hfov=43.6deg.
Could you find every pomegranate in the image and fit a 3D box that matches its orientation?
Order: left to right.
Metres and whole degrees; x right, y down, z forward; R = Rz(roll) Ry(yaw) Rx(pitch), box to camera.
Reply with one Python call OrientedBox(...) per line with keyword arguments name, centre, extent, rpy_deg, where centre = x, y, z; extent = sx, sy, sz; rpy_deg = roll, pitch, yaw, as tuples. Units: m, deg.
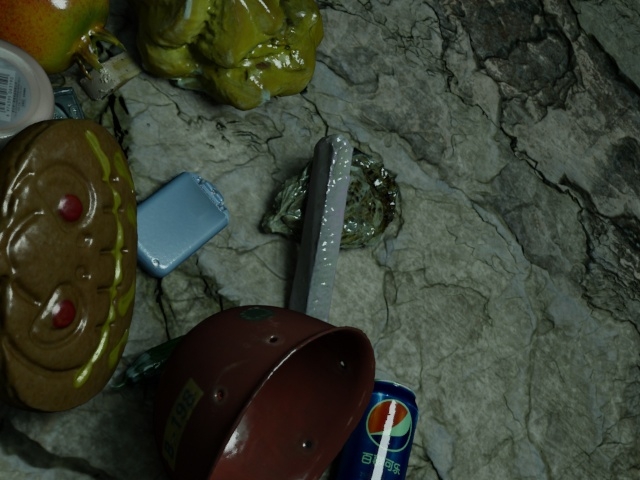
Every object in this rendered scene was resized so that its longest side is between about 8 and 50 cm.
OrientedBox(name="pomegranate", centre=(-0.419, -0.348, 1.218), extent=(0.257, 0.221, 0.221), rpy_deg=(38, 56, -2))

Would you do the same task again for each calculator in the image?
OrientedBox(name="calculator", centre=(-0.242, -0.028, 1.316), extent=(0.121, 0.039, 0.210), rpy_deg=(49, 55, -4))

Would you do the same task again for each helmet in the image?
OrientedBox(name="helmet", centre=(-0.116, 0.241, 1.162), extent=(0.230, 0.385, 0.337), rpy_deg=(33, 23, 30))

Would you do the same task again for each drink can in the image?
OrientedBox(name="drink can", centre=(0.094, 0.341, 1.335), extent=(0.118, 0.118, 0.205), rpy_deg=(28, 58, -20))

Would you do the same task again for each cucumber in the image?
OrientedBox(name="cucumber", centre=(-0.213, 0.176, 1.246), extent=(0.250, 0.056, 0.056), rpy_deg=(-19, 82, -38))

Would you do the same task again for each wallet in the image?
OrientedBox(name="wallet", centre=(-0.413, -0.183, 1.277), extent=(0.088, 0.026, 0.129), rpy_deg=(-18, 82, -36))

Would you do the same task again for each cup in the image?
OrientedBox(name="cup", centre=(-0.491, -0.146, 1.109), extent=(0.191, 0.200, 0.253), rpy_deg=(37, 57, -15))

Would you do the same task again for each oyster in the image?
OrientedBox(name="oyster", centre=(0.024, -0.078, 1.469), extent=(0.268, 0.112, 0.198), rpy_deg=(13, 86, -36))

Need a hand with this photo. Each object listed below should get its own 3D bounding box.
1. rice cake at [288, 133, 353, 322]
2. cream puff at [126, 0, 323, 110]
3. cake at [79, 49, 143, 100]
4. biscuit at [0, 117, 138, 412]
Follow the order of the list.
OrientedBox(name="rice cake", centre=(0.000, 0.000, 1.361), extent=(0.056, 0.073, 0.364), rpy_deg=(7, 92, -34))
OrientedBox(name="cream puff", centre=(-0.146, -0.408, 1.379), extent=(0.378, 0.275, 0.378), rpy_deg=(14, 63, -28))
OrientedBox(name="cake", centre=(-0.338, -0.286, 1.347), extent=(0.052, 0.065, 0.121), rpy_deg=(49, 48, -10))
OrientedBox(name="biscuit", centre=(-0.342, 0.035, 1.068), extent=(0.350, 0.070, 0.394), rpy_deg=(-18, 110, -71))
